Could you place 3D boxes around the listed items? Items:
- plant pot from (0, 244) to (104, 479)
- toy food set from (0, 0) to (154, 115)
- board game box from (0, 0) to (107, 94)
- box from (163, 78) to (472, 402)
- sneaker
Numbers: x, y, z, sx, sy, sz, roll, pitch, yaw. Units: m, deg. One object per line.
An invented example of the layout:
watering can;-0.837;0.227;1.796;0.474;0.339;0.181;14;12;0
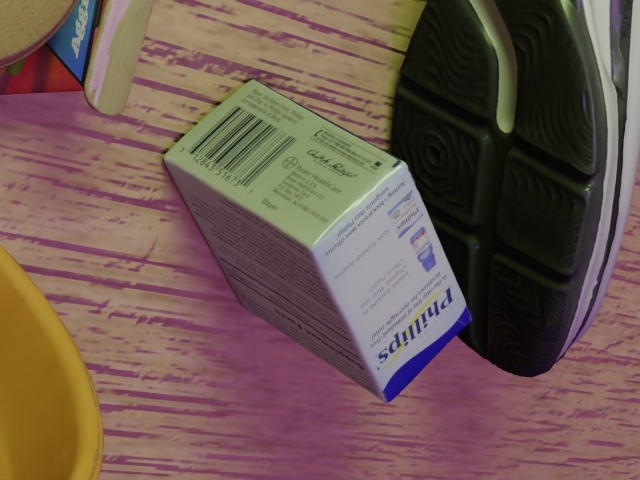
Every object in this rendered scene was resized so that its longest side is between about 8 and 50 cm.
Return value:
plant pot;-0.260;0.087;0.778;0.291;0.291;0.203;13;121;-47
toy food set;-0.158;-0.130;0.863;0.192;0.038;0.132;12;100;-41
board game box;-0.139;-0.198;0.878;0.145;0.027;0.281;-7;119;-40
box;0.000;0.000;1.062;0.072;0.126;0.137;-43;138;-17
sneaker;0.191;-0.143;1.120;0.257;0.169;0.447;-18;124;-33
